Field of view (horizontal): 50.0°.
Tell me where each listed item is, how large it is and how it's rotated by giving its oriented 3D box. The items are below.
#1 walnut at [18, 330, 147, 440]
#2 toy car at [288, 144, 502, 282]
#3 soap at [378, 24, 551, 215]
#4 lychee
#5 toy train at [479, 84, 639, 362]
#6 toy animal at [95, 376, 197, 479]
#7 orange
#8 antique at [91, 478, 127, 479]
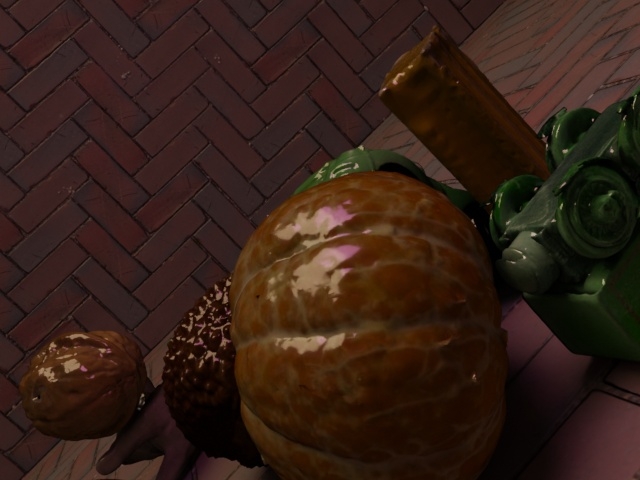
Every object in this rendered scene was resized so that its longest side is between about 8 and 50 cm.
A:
[{"bbox_3d":[-0.414,0.254,1.204,0.245,0.198,0.198,-21,20,26],"label":"walnut"},{"bbox_3d":[0.117,-0.006,0.915,0.213,0.359,0.176,-40,38,37],"label":"toy car"},{"bbox_3d":[0.215,-0.119,0.866,0.091,0.315,0.199,-39,13,27],"label":"soap"},{"bbox_3d":[-0.094,0.173,0.979,0.267,0.267,0.267,-42,11,10],"label":"lychee"},{"bbox_3d":[0.271,-0.021,0.618,0.243,0.188,0.132,-49,13,-17],"label":"toy train"},{"bbox_3d":[-0.271,0.312,1.344,0.344,0.194,0.303,-42,17,-3],"label":"toy animal"},{"bbox_3d":[0.044,0.096,0.647,0.249,0.329,0.329,-11,17,8],"label":"orange"},{"bbox_3d":[-0.244,0.368,0.692,0.224,0.129,0.278,-17,21,7],"label":"antique"}]
